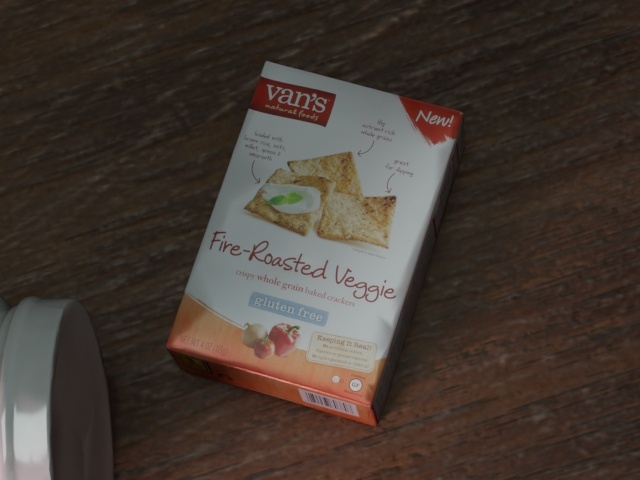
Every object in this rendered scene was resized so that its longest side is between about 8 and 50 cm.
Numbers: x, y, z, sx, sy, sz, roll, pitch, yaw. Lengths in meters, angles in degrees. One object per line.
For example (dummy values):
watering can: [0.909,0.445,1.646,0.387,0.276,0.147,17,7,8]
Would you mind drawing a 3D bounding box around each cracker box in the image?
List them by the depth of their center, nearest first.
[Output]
cracker box: [0.000,0.000,1.451,0.155,0.067,0.232,15,73,10]

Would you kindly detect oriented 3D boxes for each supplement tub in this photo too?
supplement tub: [-0.321,0.149,1.346,0.331,0.241,0.241,-3,71,5]
